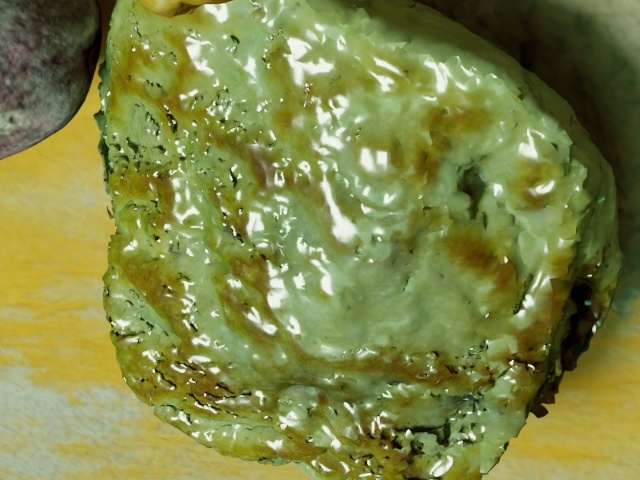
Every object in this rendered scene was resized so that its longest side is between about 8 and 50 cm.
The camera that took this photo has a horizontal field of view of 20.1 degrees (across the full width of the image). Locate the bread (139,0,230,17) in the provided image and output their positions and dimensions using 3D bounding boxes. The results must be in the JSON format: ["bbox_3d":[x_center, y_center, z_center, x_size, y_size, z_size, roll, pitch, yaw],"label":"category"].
[{"bbox_3d":[-0.071,-0.303,1.047,0.195,0.149,0.344,-14,110,20],"label":"bread"}]

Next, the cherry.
[{"bbox_3d":[-0.249,-0.140,1.285,0.195,0.195,0.195,14,135,15],"label":"cherry"}]

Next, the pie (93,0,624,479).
[{"bbox_3d":[0.012,-0.016,1.276,0.395,0.180,0.418,15,128,17],"label":"pie"}]
